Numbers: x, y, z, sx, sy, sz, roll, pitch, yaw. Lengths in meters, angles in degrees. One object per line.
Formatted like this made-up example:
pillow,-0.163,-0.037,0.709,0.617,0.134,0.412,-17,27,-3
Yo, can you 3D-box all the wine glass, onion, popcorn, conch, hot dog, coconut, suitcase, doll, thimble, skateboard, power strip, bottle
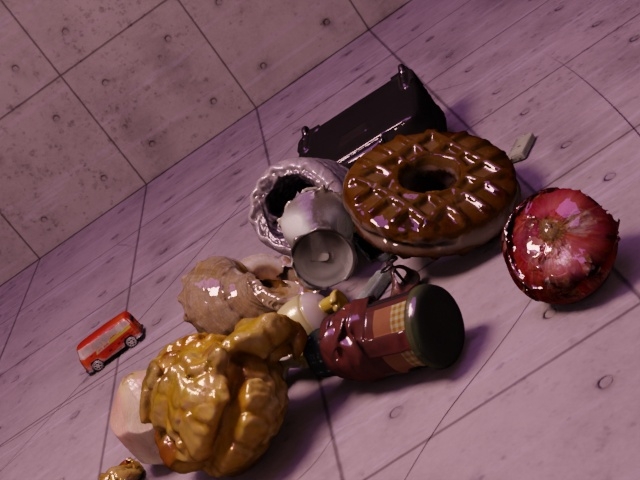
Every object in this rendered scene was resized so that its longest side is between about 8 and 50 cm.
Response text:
wine glass,0.000,0.000,1.929,0.156,0.156,0.232,-33,15,8
onion,0.366,0.011,1.562,0.184,0.147,0.183,-9,74,35
popcorn,-0.158,0.247,1.702,0.332,0.225,0.265,-45,24,17
conch,-0.117,0.119,2.034,0.324,0.186,0.263,16,37,40
hot dog,-0.373,0.443,1.891,0.078,0.061,0.169,-25,23,24
coconut,-0.301,0.309,1.893,0.171,0.183,0.171,-28,21,12
suitcase,0.115,-0.208,2.364,0.345,0.188,0.339,-30,23,18
doll,-0.054,0.193,1.843,0.296,0.141,0.117,-42,35,17
thimble,-0.020,-0.062,2.166,0.246,0.217,0.157,25,14,27
skateboard,0.132,0.088,1.829,0.067,0.080,0.151,-30,18,34
power strip,0.402,-0.185,2.091,0.040,0.016,0.090,-20,25,39
bottle,0.093,0.154,1.671,0.271,0.156,0.143,-19,59,41

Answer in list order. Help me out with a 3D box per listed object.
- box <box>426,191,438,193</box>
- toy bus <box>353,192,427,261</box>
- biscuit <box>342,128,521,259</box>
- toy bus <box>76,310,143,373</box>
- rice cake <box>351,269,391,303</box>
box,0.273,-0.109,2.124,0.156,0.022,0.089,-26,24,25
toy bus,0.154,-0.029,2.044,0.175,0.088,0.101,-18,27,42
biscuit,0.202,-0.089,1.908,0.332,0.103,0.332,-6,39,5
toy bus,-0.518,0.247,2.542,0.174,0.077,0.079,-35,20,2
rice cake,0.079,0.115,1.932,0.033,0.029,0.170,-16,28,51
